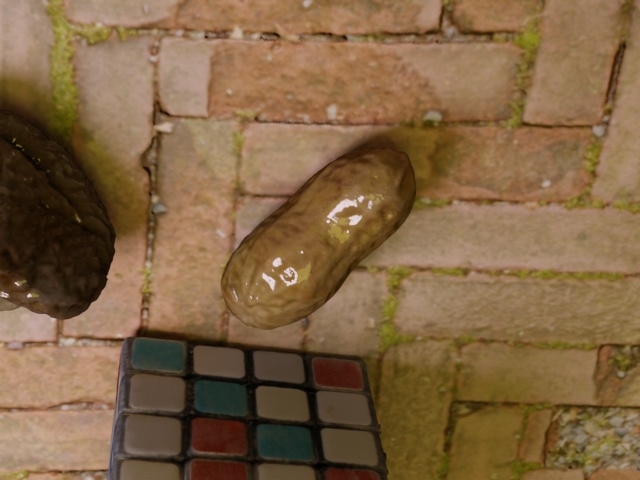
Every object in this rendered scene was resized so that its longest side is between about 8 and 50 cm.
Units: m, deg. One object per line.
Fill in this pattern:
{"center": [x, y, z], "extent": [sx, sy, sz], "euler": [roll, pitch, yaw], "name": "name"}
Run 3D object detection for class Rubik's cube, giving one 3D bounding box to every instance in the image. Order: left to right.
{"center": [-0.085, 0.272, 1.273], "extent": [0.254, 0.259, 0.256], "euler": [7, 119, -7], "name": "Rubik's cube"}

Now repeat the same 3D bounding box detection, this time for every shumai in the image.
{"center": [-0.300, -0.007, 1.174], "extent": [0.176, 0.166, 0.206], "euler": [-19, 121, 33], "name": "shumai"}

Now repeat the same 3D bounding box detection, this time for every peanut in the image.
{"center": [0.000, 0.000, 1.211], "extent": [0.226, 0.108, 0.095], "euler": [-42, 110, 16], "name": "peanut"}
